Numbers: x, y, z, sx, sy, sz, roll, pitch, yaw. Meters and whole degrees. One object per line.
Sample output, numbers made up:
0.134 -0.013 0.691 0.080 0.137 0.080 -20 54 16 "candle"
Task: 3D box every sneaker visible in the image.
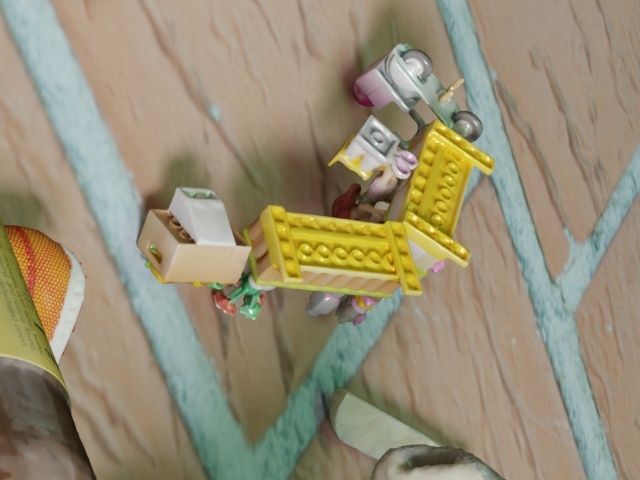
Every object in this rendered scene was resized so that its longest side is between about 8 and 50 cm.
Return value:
-0.157 0.077 0.861 0.067 0.064 0.175 21 65 -36 "sneaker"

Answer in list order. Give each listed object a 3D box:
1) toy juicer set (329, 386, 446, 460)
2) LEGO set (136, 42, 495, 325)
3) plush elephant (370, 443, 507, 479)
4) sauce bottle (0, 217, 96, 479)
0.089 0.251 1.215 0.209 0.089 0.329 -1 90 -58 "toy juicer set"
0.000 0.000 1.104 0.132 0.107 0.287 49 43 2 "LEGO set"
-0.007 0.239 0.901 0.330 0.272 0.255 7 39 -37 "plush elephant"
-0.143 0.063 0.660 0.111 0.111 0.344 37 22 -52 "sauce bottle"
